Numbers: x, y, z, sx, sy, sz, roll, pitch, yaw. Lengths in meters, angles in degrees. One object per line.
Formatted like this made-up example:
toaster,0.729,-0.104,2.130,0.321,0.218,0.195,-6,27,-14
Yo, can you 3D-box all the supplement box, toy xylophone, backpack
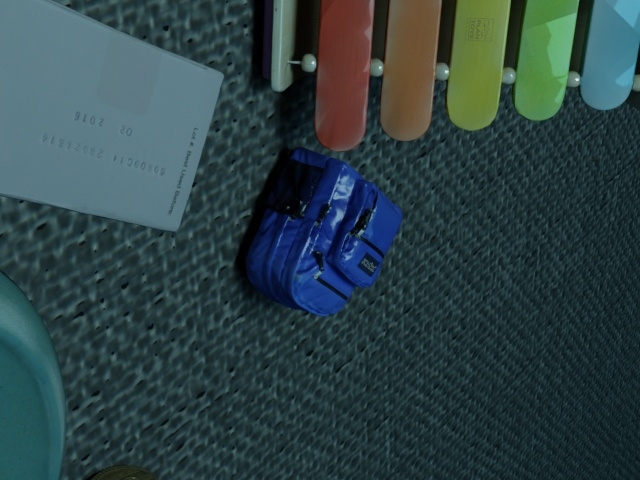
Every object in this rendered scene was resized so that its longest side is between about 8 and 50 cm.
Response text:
supplement box,-0.175,-0.074,0.466,0.130,0.240,0.073,14,93,-58
toy xylophone,0.112,-0.195,0.851,0.081,0.323,0.236,-91,176,-68
backpack,0.000,0.000,0.910,0.098,0.101,0.120,37,78,-50

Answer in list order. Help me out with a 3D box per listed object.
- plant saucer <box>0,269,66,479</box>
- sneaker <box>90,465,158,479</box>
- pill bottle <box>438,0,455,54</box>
plant saucer,-0.260,0.156,0.649,0.318,0.044,0.317,-32,131,-45
sneaker,-0.164,0.213,0.824,0.118,0.042,0.067,-24,137,-62
pill bottle,0.121,-0.271,0.930,0.121,0.121,0.221,-25,127,-49
